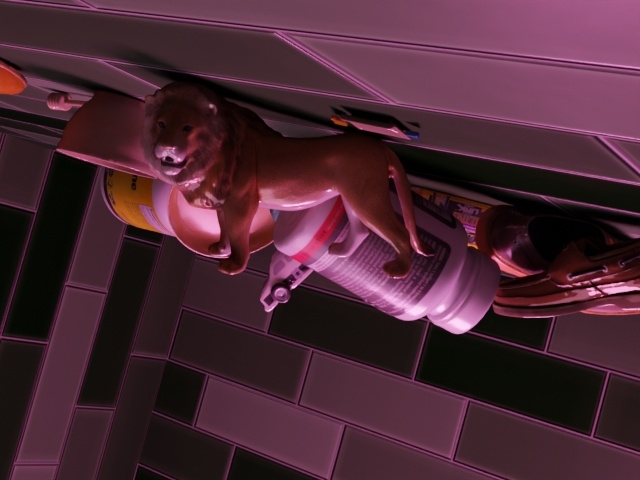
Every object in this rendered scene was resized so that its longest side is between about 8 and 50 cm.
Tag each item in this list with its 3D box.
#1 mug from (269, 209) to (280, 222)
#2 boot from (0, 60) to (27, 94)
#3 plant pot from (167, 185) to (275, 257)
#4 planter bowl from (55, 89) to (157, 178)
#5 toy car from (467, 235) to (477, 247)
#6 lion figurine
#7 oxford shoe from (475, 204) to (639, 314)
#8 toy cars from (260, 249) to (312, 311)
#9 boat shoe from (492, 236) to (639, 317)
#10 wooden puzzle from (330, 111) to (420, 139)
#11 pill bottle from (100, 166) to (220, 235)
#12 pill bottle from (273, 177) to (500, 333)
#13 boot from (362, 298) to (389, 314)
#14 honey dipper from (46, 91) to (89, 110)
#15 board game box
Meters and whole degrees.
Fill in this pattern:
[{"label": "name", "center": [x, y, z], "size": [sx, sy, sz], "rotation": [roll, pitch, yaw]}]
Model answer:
[{"label": "mug", "center": [-0.023, -0.089, 1.665], "size": [0.097, 0.158, 0.129], "rotation": [18, -159, -8]}, {"label": "boot", "center": [-0.568, -0.190, 1.539], "size": [0.104, 0.211, 0.295], "rotation": [15, 178, 25]}, {"label": "plant pot", "center": [-0.147, -0.074, 1.775], "size": [0.236, 0.236, 0.032], "rotation": [17, -152, -33]}, {"label": "planter bowl", "center": [-0.320, -0.171, 1.640], "size": [0.162, 0.109, 0.162], "rotation": [15, 177, 1]}, {"label": "toy car", "center": [0.263, -0.023, 2.028], "size": [0.225, 0.053, 0.239], "rotation": [16, 177, 7]}, {"label": "lion figurine", "center": [-0.033, -0.082, 1.345], "size": [0.392, 0.240, 0.142], "rotation": [-1, -162, -11]}, {"label": "oxford shoe", "center": [0.421, 0.039, 1.632], "size": [0.363, 0.130, 0.132], "rotation": [16, 172, -23]}, {"label": "toy cars", "center": [0.000, 0.000, 1.821], "size": [0.087, 0.176, 0.393], "rotation": [44, 143, -11]}, {"label": "boat shoe", "center": [0.382, 0.042, 1.495], "size": [0.307, 0.104, 0.110], "rotation": [-10, -169, 34]}, {"label": "wooden puzzle", "center": [0.064, -0.134, 1.206], "size": [0.116, 0.014, 0.078], "rotation": [15, -178, 16]}, {"label": "pill bottle", "center": [-0.263, -0.101, 1.964], "size": [0.188, 0.188, 0.334], "rotation": [17, 176, -38]}, {"label": "pill bottle", "center": [0.104, 0.009, 1.548], "size": [0.318, 0.176, 0.176], "rotation": [30, 173, -16]}, {"label": "boot", "center": [0.114, 0.027, 2.157], "size": [0.367, 0.146, 0.445], "rotation": [45, -177, 16]}, {"label": "honey dipper", "center": [-0.403, -0.231, 1.762], "size": [0.160, 0.031, 0.030], "rotation": [11, 175, 40]}, {"label": "board game box", "center": [0.234, -0.043, 1.791], "size": [0.170, 0.048, 0.141], "rotation": [15, 179, 8]}]
